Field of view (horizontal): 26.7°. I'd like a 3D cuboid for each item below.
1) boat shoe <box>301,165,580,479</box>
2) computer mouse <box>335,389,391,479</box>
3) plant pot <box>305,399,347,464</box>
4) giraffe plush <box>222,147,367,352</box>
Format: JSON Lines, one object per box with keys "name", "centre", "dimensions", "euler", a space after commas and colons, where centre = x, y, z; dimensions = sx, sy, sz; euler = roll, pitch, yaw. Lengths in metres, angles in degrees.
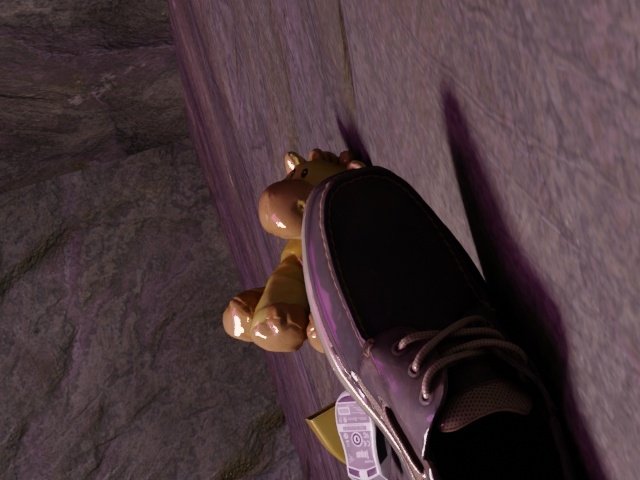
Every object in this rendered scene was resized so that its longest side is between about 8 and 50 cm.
{"name": "boat shoe", "centre": [0.101, 0.102, 0.908], "dimensions": [0.355, 0.132, 0.130], "euler": [63, 162, 7]}
{"name": "computer mouse", "centre": [0.068, 0.283, 1.740], "dimensions": [0.106, 0.042, 0.193], "euler": [-8, 92, 45]}
{"name": "plant pot", "centre": [0.037, 0.263, 1.866], "dimensions": [0.083, 0.081, 0.081], "euler": [60, 172, 3]}
{"name": "giraffe plush", "centre": [0.000, 0.000, 1.338], "dimensions": [0.210, 0.181, 0.171], "euler": [-36, -55, -62]}
